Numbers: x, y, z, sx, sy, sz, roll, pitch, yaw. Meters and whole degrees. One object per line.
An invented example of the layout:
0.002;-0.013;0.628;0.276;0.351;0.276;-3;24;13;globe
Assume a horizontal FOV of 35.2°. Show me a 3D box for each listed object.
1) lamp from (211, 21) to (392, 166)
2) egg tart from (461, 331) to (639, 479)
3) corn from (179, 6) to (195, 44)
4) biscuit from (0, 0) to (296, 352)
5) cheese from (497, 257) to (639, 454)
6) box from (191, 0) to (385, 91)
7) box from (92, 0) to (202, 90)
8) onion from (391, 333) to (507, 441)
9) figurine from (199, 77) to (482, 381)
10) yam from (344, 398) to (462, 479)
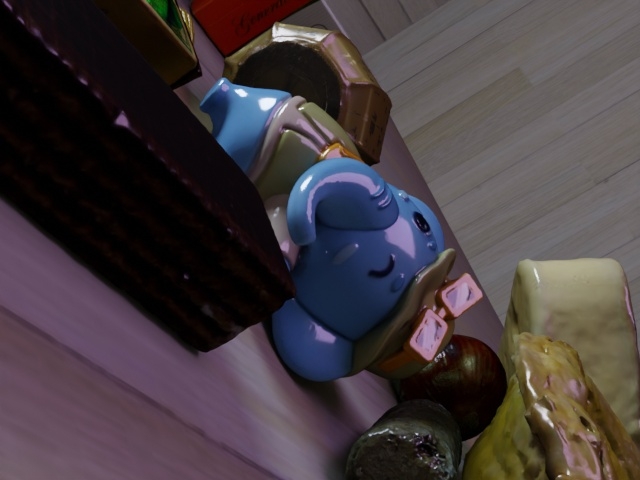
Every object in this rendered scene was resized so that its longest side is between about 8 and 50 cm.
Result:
-0.014;-0.122;0.965;0.161;0.161;0.185;60;7;6;lamp
0.190;0.232;0.738;0.345;0.132;0.345;57;19;-32;egg tart
-0.131;-0.183;0.906;0.037;0.037;0.092;54;12;-27;corn
-0.140;-0.083;0.479;0.388;0.073;0.107;48;14;-45;biscuit
0.247;0.226;1.065;0.384;0.104;0.384;178;-90;-90;cheese
-0.031;-0.221;1.206;0.245;0.139;0.035;50;15;-35;box
-0.174;-0.218;0.711;0.159;0.071;0.240;51;13;-47;box
0.137;0.150;1.036;0.117;0.118;0.118;55;10;-44;onion
-0.002;0.000;0.770;0.262;0.154;0.180;38;25;-15;figurine
0.067;0.161;0.744;0.078;0.078;0.179;60;10;8;yam
